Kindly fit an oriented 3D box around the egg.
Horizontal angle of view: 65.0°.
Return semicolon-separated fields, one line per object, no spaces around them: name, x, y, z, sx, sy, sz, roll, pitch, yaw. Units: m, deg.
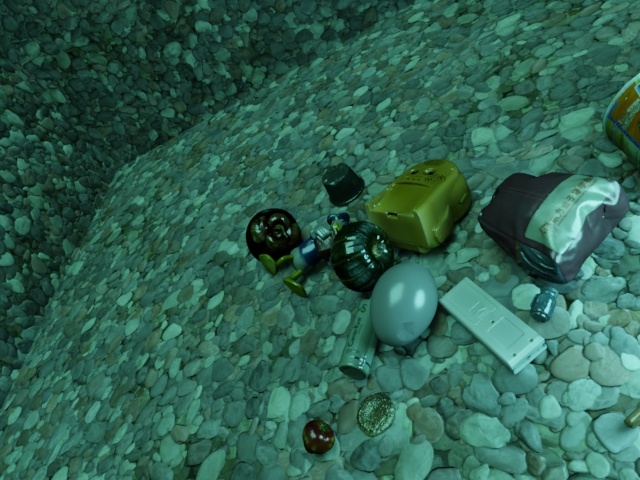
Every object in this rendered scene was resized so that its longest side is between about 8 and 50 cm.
egg;0.221;0.173;1.351;0.176;0.176;0.232;3;56;41

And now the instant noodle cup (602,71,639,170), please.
instant noodle cup;0.868;-0.266;1.202;0.296;0.296;0.214;-22;48;20

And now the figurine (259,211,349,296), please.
figurine;0.000;0.000;1.711;0.338;0.204;0.283;-47;11;-32

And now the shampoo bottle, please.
shampoo bottle;0.127;0.255;1.421;0.085;0.085;0.263;-6;47;35

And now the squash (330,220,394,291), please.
squash;0.126;0.049;1.508;0.172;0.218;0.218;-10;45;23

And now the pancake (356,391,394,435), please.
pancake;0.138;0.440;1.278;0.114;0.011;0.115;-22;40;20

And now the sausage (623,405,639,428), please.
sausage;0.640;0.322;0.978;0.116;0.026;0.026;-41;37;-2

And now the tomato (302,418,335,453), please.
tomato;-0.009;0.503;1.281;0.075;0.087;0.087;-59;32;20

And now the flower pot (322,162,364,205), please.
flower pot;0.080;-0.226;1.939;0.157;0.107;0.158;-21;40;19

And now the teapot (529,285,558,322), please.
teapot;0.541;0.158;1.218;0.049;0.064;0.083;27;64;17

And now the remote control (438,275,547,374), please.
remote control;0.421;0.205;1.255;0.103;0.055;0.277;-40;38;-2

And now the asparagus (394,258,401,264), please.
asparagus;0.199;0.095;1.582;0.127;0.018;0.015;-34;63;7

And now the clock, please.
clock;0.327;-0.124;1.577;0.244;0.200;0.317;16;54;44

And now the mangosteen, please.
mangosteen;-0.166;-0.021;1.824;0.211;0.211;0.250;-52;5;-17

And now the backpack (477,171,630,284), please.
backpack;0.567;-0.055;1.290;0.283;0.197;0.317;-46;33;-7
